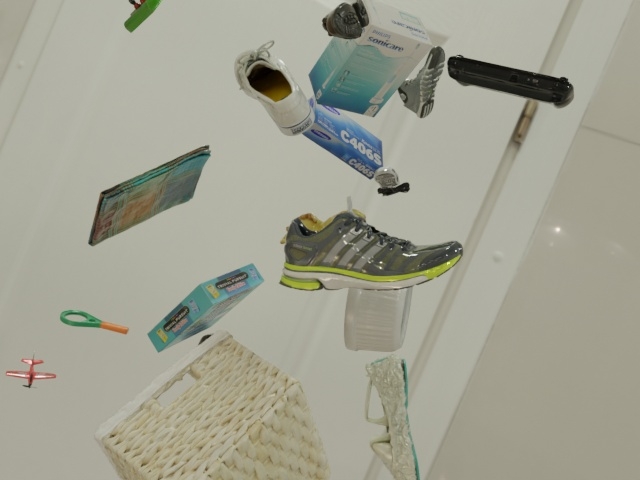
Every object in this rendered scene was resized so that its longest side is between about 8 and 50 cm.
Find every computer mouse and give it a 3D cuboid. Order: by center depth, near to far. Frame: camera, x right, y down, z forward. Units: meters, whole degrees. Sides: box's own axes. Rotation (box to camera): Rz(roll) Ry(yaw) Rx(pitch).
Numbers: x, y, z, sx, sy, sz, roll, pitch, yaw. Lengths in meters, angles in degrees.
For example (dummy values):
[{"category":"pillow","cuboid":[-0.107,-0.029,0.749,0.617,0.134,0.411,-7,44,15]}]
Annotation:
[{"category":"computer mouse","cuboid":[0.215,-0.193,1.766,0.106,0.042,0.193,-9,-20,15]}]

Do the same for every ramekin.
[{"category":"ramekin","cuboid":[0.124,0.129,1.149,0.109,0.207,0.207,8,-3,14]}]

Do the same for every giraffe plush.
[{"category":"giraffe plush","cuboid":[0.000,0.000,1.353,0.170,0.210,0.181,1,-2,33]}]

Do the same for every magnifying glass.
[{"category":"magnifying glass","cuboid":[-0.777,0.284,1.933,0.230,0.026,0.092,14,13,-4]}]

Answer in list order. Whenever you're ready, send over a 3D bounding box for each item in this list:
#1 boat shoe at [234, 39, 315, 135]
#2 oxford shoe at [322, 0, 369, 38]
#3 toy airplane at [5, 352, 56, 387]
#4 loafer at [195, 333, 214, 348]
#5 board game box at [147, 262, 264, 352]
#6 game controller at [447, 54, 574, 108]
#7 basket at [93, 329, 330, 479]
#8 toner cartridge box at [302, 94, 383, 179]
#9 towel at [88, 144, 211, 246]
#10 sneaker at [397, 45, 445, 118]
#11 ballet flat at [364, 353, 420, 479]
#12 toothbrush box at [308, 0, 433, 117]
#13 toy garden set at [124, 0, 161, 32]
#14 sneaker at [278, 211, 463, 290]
[{"category":"boat shoe","cuboid":[-0.144,-0.410,1.385,0.367,0.135,0.156,59,2,39]},{"category":"oxford shoe","cuboid":[0.046,-0.500,1.306,0.096,0.083,0.227,-15,19,23]},{"category":"toy airplane","cuboid":[-0.947,0.426,1.838,0.151,0.028,0.151,22,27,-12]},{"category":"loafer","cuboid":[-0.450,0.445,2.202,0.080,0.220,0.078,-7,57,-25]},{"category":"board game box","cuboid":[-0.377,0.219,1.846,0.079,0.336,0.253,55,33,8]},{"category":"game controller","cuboid":[0.482,-0.406,1.437,0.319,0.067,0.166,22,15,24]},{"category":"basket","cuboid":[-0.193,0.428,1.117,0.266,0.328,0.331,20,-44,39]},{"category":"toner cartridge box","cuboid":[0.087,-0.381,2.083,0.347,0.165,0.075,29,-45,-32]},{"category":"towel","cuboid":[-0.493,-0.128,1.640,0.040,0.370,0.271,48,-41,7]},{"category":"sneaker","cuboid":[0.295,-0.501,1.733,0.086,0.229,0.132,-27,51,-37]},{"category":"ballet flat","cuboid":[0.194,0.523,1.600,0.146,0.409,0.147,-7,4,0]},{"category":"toothbrush box","cuboid":[0.134,-0.509,1.592,0.216,0.126,0.295,4,-33,-32]},{"category":"toy garden set","cuboid":[-0.275,-0.526,1.050,0.049,0.244,0.203,38,-27,-31]},{"category":"sneaker","cuboid":[0.072,0.013,0.891,0.299,0.121,0.111,-4,6,14]}]
